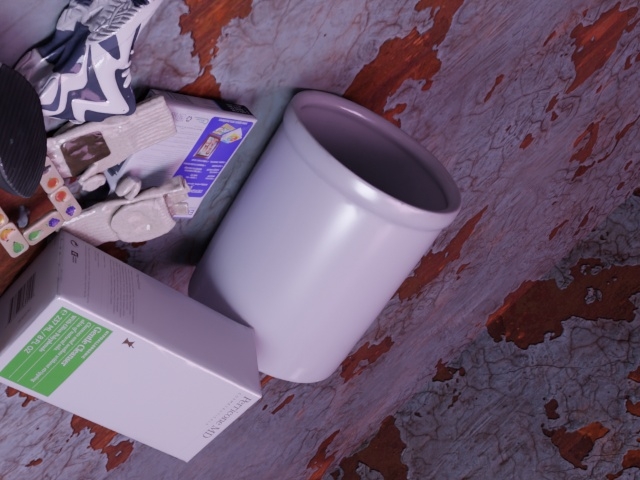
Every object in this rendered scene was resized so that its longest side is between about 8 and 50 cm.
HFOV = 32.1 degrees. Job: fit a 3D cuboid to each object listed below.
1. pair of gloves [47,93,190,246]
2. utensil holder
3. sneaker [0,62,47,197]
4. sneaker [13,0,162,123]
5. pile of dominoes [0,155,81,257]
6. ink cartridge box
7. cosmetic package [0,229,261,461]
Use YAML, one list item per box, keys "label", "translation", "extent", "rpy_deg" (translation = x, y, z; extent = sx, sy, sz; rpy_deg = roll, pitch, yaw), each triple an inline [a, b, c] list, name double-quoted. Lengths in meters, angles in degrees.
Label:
- label: "pair of gloves"
  translation: [-0.289, -0.081, 1.579]
  extent: [0.204, 0.042, 0.240]
  rpy_deg: [-17, 134, -12]
- label: "utensil holder"
  translation: [0.000, 0.000, 1.863]
  extent: [0.327, 0.327, 0.385]
  rpy_deg: [-3, 132, -53]
- label: "sneaker"
  translation: [-0.428, -0.159, 1.271]
  extent: [0.330, 0.146, 0.123]
  rpy_deg: [64, 33, -58]
- label: "sneaker"
  translation: [-0.265, -0.235, 1.422]
  extent: [0.235, 0.094, 0.153]
  rpy_deg: [-48, 154, 4]
- label: "pile of dominoes"
  translation: [-0.432, -0.055, 1.438]
  extent: [0.196, 0.040, 0.251]
  rpy_deg: [-38, 139, -13]
- label: "ink cartridge box"
  translation: [-0.223, -0.124, 1.678]
  extent: [0.206, 0.045, 0.208]
  rpy_deg: [2, 130, -54]
- label: "cosmetic package"
  translation: [-0.288, 0.164, 1.665]
  extent: [0.365, 0.155, 0.197]
  rpy_deg: [31, 118, -30]
